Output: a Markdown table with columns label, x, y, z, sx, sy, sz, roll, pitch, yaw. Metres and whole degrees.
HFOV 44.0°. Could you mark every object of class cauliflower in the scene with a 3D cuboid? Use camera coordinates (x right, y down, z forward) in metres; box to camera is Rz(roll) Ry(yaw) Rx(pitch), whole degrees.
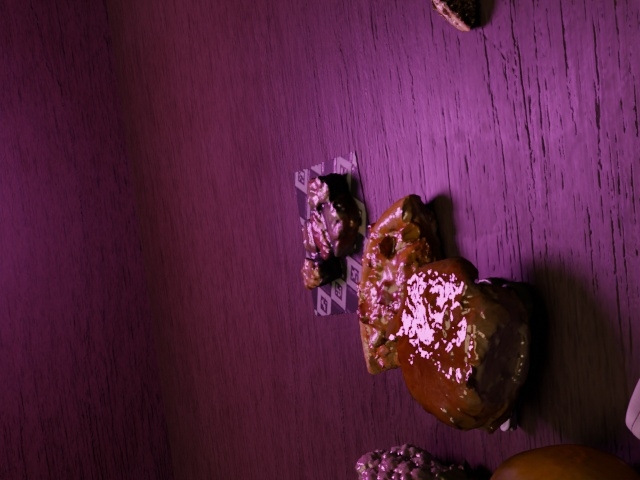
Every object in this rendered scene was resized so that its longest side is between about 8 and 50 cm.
| label | x | y | z | sx | sy | sz | roll | pitch | yaw |
| --- | --- | --- | --- | --- | --- | --- | --- | --- | --- |
| cauliflower | 0.153 | 0.450 | 1.184 | 0.256 | 0.239 | 0.316 | 16 | 134 | 35 |

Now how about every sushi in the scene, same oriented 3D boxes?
| label | x | y | z | sx | sy | sz | roll | pitch | yaw |
| --- | --- | --- | --- | --- | --- | --- | --- | --- | --- |
| sushi | 0.000 | 0.000 | 1.465 | 0.292 | 0.059 | 0.294 | -13 | 88 | 65 |

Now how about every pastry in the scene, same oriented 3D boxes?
| label | x | y | z | sx | sy | sz | roll | pitch | yaw |
| --- | --- | --- | --- | --- | --- | --- | --- | --- | --- |
| pastry | 0.180 | 0.137 | 1.022 | 0.218 | 0.100 | 0.229 | -39 | 55 | 54 |

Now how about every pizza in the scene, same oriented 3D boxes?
| label | x | y | z | sx | sy | sz | roll | pitch | yaw |
| --- | --- | --- | --- | --- | --- | --- | --- | --- | --- |
| pizza | 0.125 | 0.095 | 1.208 | 0.226 | 0.086 | 0.336 | 53 | 142 | 47 |

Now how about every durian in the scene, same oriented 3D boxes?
| label | x | y | z | sx | sy | sz | roll | pitch | yaw |
| --- | --- | --- | --- | --- | --- | --- | --- | --- | --- |
| durian | 0.170 | -0.322 | 1.031 | 0.066 | 0.052 | 0.130 | 50 | -171 | -50 |

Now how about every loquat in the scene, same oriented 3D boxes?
| label | x | y | z | sx | sy | sz | roll | pitch | yaw |
| --- | --- | --- | --- | --- | --- | --- | --- | --- | --- |
| loquat | 0.283 | 0.331 | 0.835 | 0.246 | 0.213 | 0.214 | 20 | 118 | 43 |

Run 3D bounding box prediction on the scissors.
| label | x | y | z | sx | sy | sz | roll | pitch | yaw |
| --- | --- | --- | --- | --- | --- | --- | --- | --- | --- |
| scissors | 0.242 | 0.152 | 1.044 | 0.101 | 0.027 | 0.205 | -165 | 69 | -64 |

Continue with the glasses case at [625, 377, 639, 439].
| label | x | y | z | sx | sy | sz | roll | pitch | yaw |
| --- | --- | --- | --- | --- | --- | --- | --- | --- | --- |
| glasses case | 0.349 | 0.118 | 0.752 | 0.049 | 0.074 | 0.194 | 50 | 142 | 42 |
